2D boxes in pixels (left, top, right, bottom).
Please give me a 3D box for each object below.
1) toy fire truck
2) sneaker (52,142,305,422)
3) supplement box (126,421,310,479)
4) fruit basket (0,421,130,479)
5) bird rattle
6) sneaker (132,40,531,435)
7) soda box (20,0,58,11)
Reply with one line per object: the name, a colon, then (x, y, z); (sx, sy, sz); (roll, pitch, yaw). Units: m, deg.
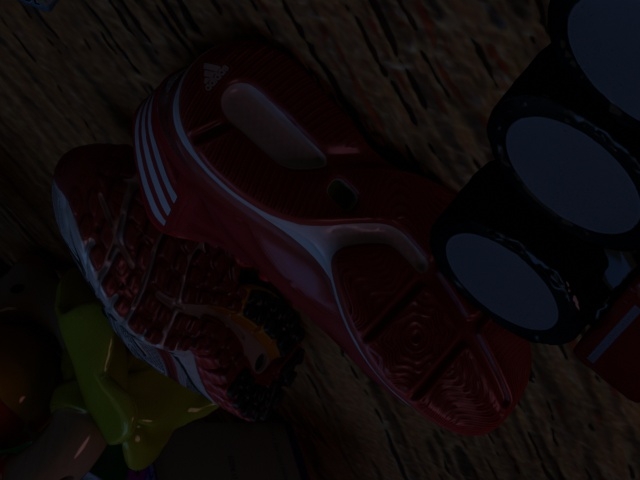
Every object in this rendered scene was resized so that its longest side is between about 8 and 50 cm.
toy fire truck: (0.186, -0.009, 0.437); (0.246, 0.158, 0.217); (39, 157, 8)
sneaker: (-0.093, 0.026, 0.874); (0.093, 0.088, 0.225); (17, 153, 32)
supplement box: (-0.086, 0.242, 1.100); (0.114, 0.111, 0.220); (4, 126, -19)
fruit basket: (-0.150, 0.233, 1.325); (0.353, 0.165, 0.327); (27, 162, -32)
bird rattle: (-0.193, 0.123, 1.018); (0.143, 0.253, 0.207); (31, -167, -51)
sneaker: (0.000, 0.000, 0.746); (0.221, 0.087, 0.128); (52, 160, -15)
soda box: (-0.175, -0.158, 0.642); (0.183, 0.058, 0.063); (23, 155, 20)
